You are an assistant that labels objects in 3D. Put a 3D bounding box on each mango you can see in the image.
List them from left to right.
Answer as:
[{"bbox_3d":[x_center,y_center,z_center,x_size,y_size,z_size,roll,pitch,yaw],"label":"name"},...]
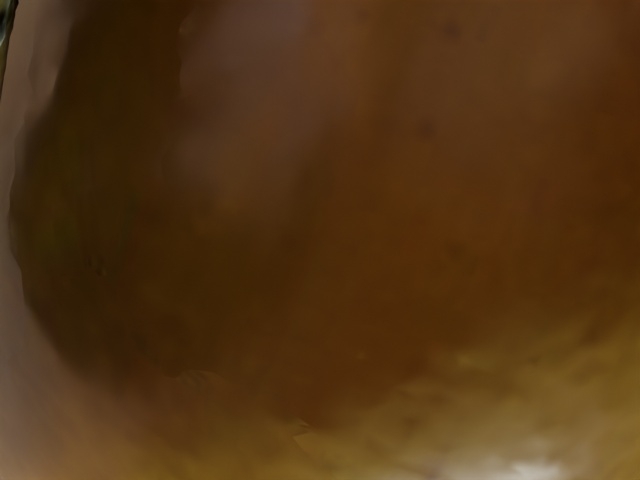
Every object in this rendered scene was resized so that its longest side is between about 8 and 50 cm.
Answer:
[{"bbox_3d":[0.000,0.000,0.514,0.232,0.300,0.445,17,144,-9],"label":"mango"}]

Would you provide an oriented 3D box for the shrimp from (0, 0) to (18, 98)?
[{"bbox_3d":[-0.074,-0.053,0.263,0.058,0.296,0.169,3,-158,-10],"label":"shrimp"}]
